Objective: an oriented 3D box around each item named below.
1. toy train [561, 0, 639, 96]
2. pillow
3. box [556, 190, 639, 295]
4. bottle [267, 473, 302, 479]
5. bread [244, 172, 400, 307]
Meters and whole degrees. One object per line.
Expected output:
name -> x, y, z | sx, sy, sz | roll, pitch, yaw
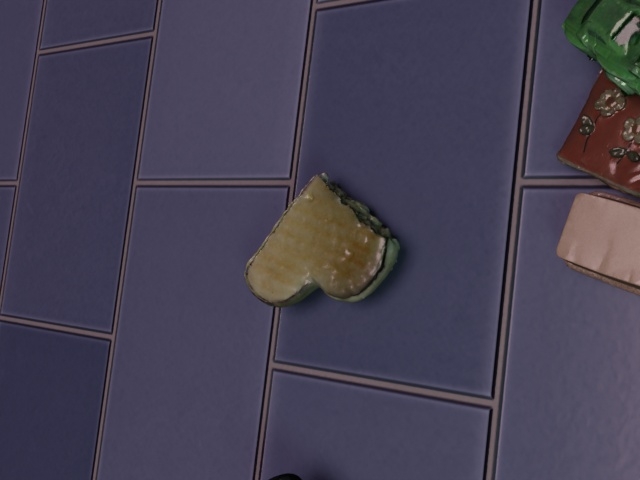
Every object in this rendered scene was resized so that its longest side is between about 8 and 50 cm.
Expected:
toy train -> 0.300, -0.206, 0.825 | 0.099, 0.081, 0.149 | -51, 48, 20
pillow -> 0.340, -0.163, 0.856 | 0.126, 0.043, 0.233 | 35, 103, 39
box -> 0.301, 0.001, 0.845 | 0.122, 0.062, 0.089 | 23, 96, 39
bottle -> 0.012, 0.390, 0.956 | 0.271, 0.143, 0.156 | 52, 152, 29
bread -> 0.000, 0.000, 1.076 | 0.232, 0.064, 0.173 | -11, 75, 34
